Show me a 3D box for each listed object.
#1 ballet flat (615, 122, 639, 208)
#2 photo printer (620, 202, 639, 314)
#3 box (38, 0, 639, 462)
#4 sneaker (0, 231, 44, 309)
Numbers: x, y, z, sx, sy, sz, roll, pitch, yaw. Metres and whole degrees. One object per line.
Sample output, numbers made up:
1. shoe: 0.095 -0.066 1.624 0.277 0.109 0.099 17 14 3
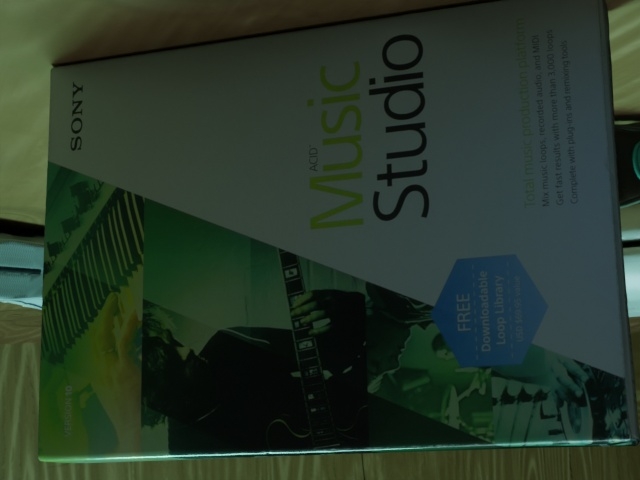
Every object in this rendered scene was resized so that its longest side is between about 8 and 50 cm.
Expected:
1. ballet flat: 0.220 -0.055 0.896 0.213 0.072 0.068 -3 176 -3
2. photo printer: 0.321 0.025 1.318 0.256 0.107 0.307 -5 171 19
3. box: 0.000 0.000 0.651 0.322 0.232 0.058 -6 166 19
4. sneaker: -0.306 0.028 1.291 0.091 0.094 0.258 13 176 30
